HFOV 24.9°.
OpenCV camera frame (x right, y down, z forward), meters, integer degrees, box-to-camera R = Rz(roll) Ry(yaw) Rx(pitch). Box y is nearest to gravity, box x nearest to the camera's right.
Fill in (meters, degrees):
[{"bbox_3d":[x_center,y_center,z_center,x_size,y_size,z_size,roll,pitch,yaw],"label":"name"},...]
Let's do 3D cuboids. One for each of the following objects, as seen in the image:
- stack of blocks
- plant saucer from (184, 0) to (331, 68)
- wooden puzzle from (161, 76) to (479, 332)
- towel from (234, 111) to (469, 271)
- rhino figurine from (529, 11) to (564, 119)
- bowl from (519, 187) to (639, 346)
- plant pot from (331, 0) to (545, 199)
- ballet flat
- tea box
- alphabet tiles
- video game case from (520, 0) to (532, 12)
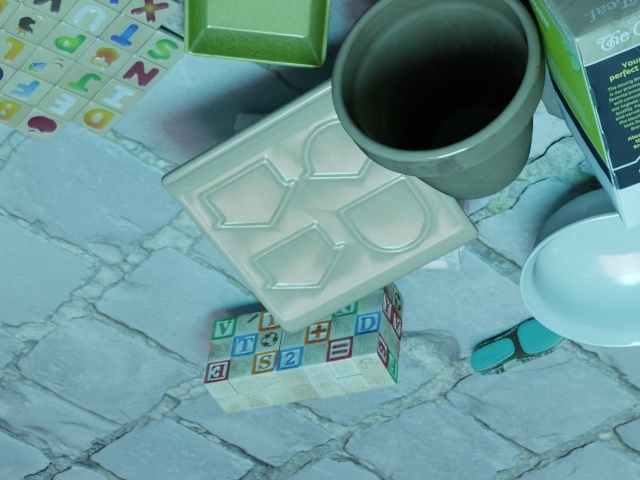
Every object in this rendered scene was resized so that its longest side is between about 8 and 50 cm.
[{"bbox_3d":[-0.025,0.160,2.298,0.297,0.171,0.087,-12,135,20],"label":"stack of blocks"},{"bbox_3d":[-0.080,-0.314,1.869,0.188,0.045,0.188,6,138,0],"label":"plant saucer"},{"bbox_3d":[0.002,-0.057,2.018,0.322,0.080,0.348,-28,124,18],"label":"wooden puzzle"},{"bbox_3d":[0.053,-0.065,2.127,0.332,0.053,0.317,0,138,5],"label":"towel"},{"bbox_3d":[0.313,-0.242,1.858,0.106,0.073,0.243,-24,136,10],"label":"rhino figurine"},{"bbox_3d":[0.438,0.015,2.109,0.298,0.134,0.297,3,137,3],"label":"bowl"},{"bbox_3d":[0.171,-0.163,1.827,0.263,0.263,0.229,-10,150,17],"label":"plant pot"},{"bbox_3d":[0.333,0.170,2.359,0.188,0.070,0.070,-23,131,31],"label":"ballet flat"},{"bbox_3d":[0.442,-0.241,1.698,0.329,0.220,0.323,-22,135,3],"label":"tea box"},{"bbox_3d":[-0.355,-0.254,1.957,0.285,0.011,0.342,22,137,-33],"label":"alphabet tiles"},{"bbox_3d":[0.207,-0.400,1.747,0.275,0.035,0.248,26,134,-21],"label":"video game case"}]
